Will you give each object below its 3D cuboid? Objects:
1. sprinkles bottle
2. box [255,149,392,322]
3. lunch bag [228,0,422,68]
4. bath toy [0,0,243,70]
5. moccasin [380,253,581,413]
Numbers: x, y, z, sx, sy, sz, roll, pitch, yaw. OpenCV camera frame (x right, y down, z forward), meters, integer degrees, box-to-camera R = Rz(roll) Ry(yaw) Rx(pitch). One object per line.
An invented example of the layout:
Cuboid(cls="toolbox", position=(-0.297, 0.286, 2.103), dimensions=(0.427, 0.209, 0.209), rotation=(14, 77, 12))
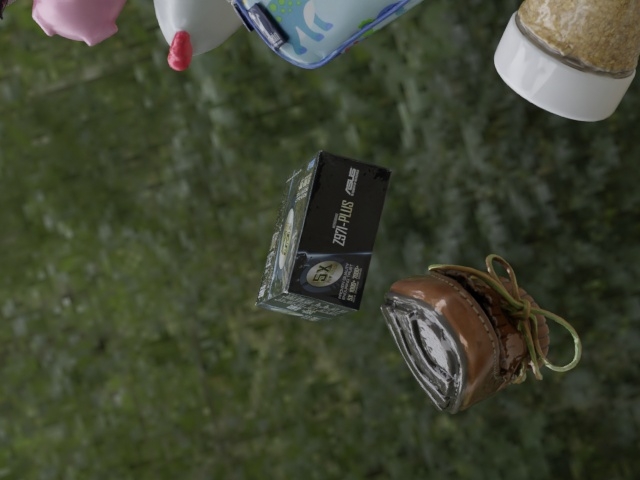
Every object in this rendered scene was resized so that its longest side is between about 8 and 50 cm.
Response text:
Cuboid(cls="sprinkles bottle", position=(0.271, -0.275, 1.480), dimensions=(0.121, 0.121, 0.355), rotation=(-107, 35, -52))
Cuboid(cls="box", position=(0.000, 0.000, 1.775), dimensions=(0.180, 0.078, 0.147), rotation=(153, 131, -77))
Cuboid(cls="lunch bag", position=(0.021, -0.233, 1.148), dimensions=(0.176, 0.219, 0.090), rotation=(57, -158, -7))
Cuboid(cls="bath toy", position=(-0.219, -0.226, 1.461), dimensions=(0.151, 0.348, 0.129), rotation=(71, -146, -73))
Cuboid(cls="moccasin", position=(0.150, 0.086, 1.603), dimensions=(0.139, 0.147, 0.380), rotation=(62, -176, 16))
